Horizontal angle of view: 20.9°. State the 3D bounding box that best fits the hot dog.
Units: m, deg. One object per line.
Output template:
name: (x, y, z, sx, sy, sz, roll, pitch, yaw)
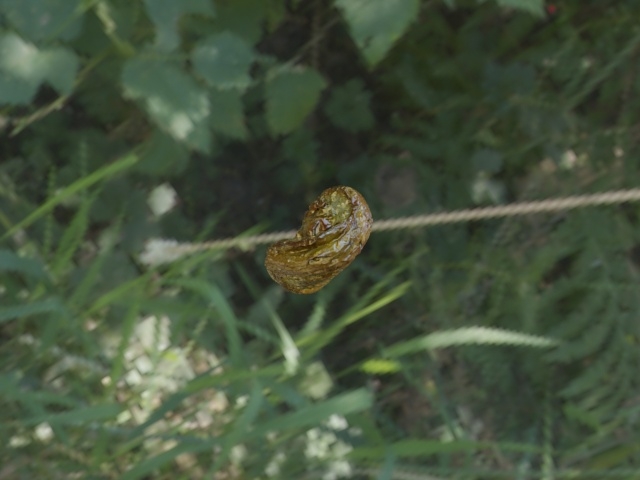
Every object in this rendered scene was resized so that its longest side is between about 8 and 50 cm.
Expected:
hot dog: (0.001, 0.003, 1.572, 0.065, 0.147, 0.099, 44, 76, 2)
